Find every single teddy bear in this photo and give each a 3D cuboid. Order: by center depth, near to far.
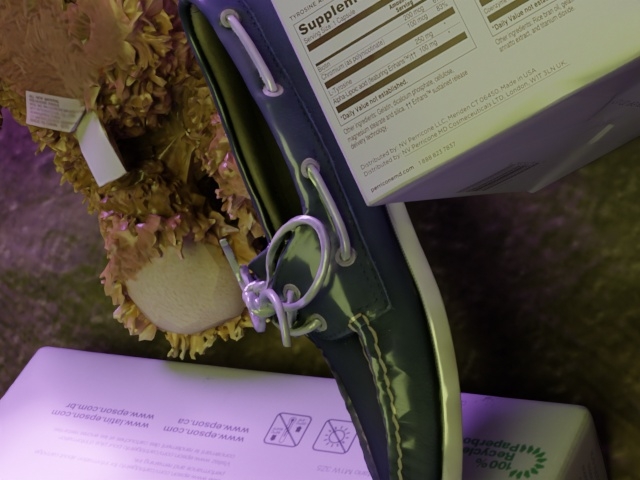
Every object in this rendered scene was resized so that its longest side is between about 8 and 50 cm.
[{"bbox_3d":[-0.110,-0.104,0.975,0.338,0.113,0.245,35,118,15],"label":"teddy bear"}]

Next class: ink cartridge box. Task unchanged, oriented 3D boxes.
[{"bbox_3d":[-0.074,0.191,0.861,0.324,0.330,0.071,5,134,31],"label":"ink cartridge box"}]

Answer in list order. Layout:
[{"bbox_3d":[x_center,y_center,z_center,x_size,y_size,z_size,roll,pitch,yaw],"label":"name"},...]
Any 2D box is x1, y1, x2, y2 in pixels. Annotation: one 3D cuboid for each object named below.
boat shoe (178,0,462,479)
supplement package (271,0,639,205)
[{"bbox_3d":[0.000,0.000,0.833,0.095,0.079,0.254,152,105,-71],"label":"boat shoe"},{"bbox_3d":[0.072,-0.138,0.788,0.149,0.194,0.203,-28,80,24],"label":"supplement package"}]
